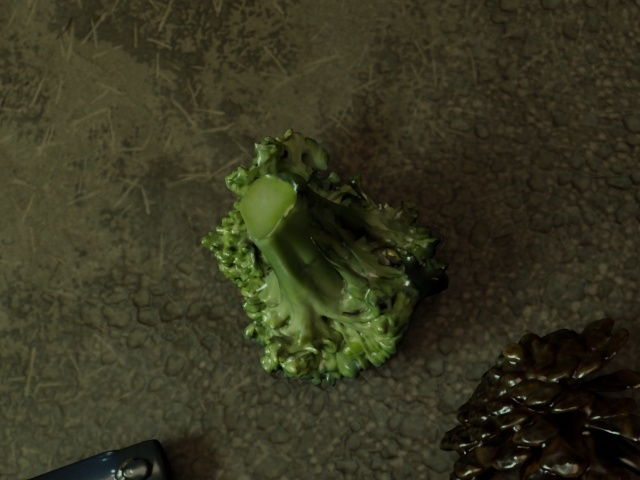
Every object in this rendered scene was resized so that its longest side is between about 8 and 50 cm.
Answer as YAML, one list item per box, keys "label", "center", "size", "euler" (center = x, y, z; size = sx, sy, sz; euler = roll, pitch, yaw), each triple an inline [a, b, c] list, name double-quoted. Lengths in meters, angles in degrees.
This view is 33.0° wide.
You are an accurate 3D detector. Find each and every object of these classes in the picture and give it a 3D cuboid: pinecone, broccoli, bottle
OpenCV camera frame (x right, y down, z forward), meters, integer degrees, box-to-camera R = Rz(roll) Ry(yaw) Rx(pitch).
- label: "pinecone"
  center: [0.228, 0.190, 1.032]
  size: [0.229, 0.202, 0.201]
  euler: [-34, 73, 13]
- label: "broccoli"
  center: [0.000, 0.000, 1.084]
  size: [0.247, 0.243, 0.262]
  euler: [0, 69, 21]
- label: "bottle"
  center: [-0.272, 0.275, 1.128]
  size: [0.245, 0.082, 0.072]
  euler: [-20, 71, 1]
